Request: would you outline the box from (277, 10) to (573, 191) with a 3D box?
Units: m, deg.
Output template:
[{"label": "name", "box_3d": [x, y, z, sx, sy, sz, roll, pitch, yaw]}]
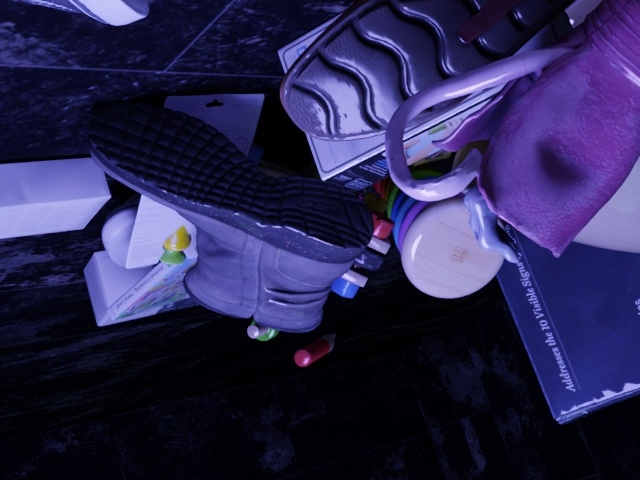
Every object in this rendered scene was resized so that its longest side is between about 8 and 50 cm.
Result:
[{"label": "box", "box_3d": [0.114, -0.189, 1.080, 0.290, 0.169, 0.087, -24, 163, 24]}]

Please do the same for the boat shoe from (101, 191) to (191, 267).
[{"label": "boat shoe", "box_3d": [-0.233, -0.025, 1.392, 0.096, 0.088, 0.267, -42, 167, 12]}]

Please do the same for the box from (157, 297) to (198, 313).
[{"label": "box", "box_3d": [-0.219, 0.065, 1.805, 0.233, 0.059, 0.183, -11, 164, -28]}]

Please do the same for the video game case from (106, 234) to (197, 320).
[{"label": "video game case", "box_3d": [-0.185, 0.039, 1.489, 0.193, 0.023, 0.212, -39, 170, 23]}]

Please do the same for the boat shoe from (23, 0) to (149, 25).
[{"label": "boat shoe", "box_3d": [-0.224, -0.210, 0.666, 0.102, 0.108, 0.301, -24, 163, 16]}]

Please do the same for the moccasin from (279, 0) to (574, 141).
[{"label": "moccasin", "box_3d": [0.124, -0.229, 0.941, 0.380, 0.139, 0.147, -42, -159, 10]}]

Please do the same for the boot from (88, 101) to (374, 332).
[{"label": "boot", "box_3d": [-0.126, -0.005, 1.171, 0.338, 0.118, 0.222, 27, 139, -6]}]

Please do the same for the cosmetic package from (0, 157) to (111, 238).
[{"label": "cosmetic package", "box_3d": [-0.374, -0.045, 1.179, 0.239, 0.060, 0.099, -8, 160, -38]}]

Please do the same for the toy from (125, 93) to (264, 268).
[{"label": "toy", "box_3d": [-0.164, -0.080, 1.246, 0.137, 0.056, 0.237, -9, 128, -40]}]

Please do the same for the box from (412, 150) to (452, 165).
[{"label": "box", "box_3d": [0.154, -0.180, 1.335, 0.058, 0.087, 0.232, -15, 167, -9]}]

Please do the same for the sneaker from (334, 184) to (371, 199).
[{"label": "sneaker", "box_3d": [0.044, -0.080, 1.576, 0.072, 0.077, 0.178, -21, 167, 11]}]

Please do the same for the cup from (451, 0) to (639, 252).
[{"label": "cup", "box_3d": [0.349, -0.118, 1.190, 0.331, 0.237, 0.331, -49, -167, 15]}]

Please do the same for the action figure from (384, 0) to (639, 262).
[{"label": "action figure", "box_3d": [0.250, -0.166, 0.844, 0.276, 0.248, 0.370, 24, 121, -32]}]

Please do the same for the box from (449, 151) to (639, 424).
[{"label": "box", "box_3d": [0.488, -0.056, 1.435, 0.472, 0.479, 0.297, -26, 165, 26]}]

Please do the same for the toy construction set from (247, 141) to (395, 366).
[{"label": "toy construction set", "box_3d": [0.000, 0.000, 1.403, 0.258, 0.308, 0.237, 4, -176, 17]}]

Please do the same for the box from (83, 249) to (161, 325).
[{"label": "box", "box_3d": [-0.307, 0.069, 1.614, 0.101, 0.102, 0.087, -11, 166, -28]}]

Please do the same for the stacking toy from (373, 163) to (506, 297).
[{"label": "stacking toy", "box_3d": [0.148, -0.051, 1.454, 0.141, 0.141, 0.330, -19, -153, -1]}]
